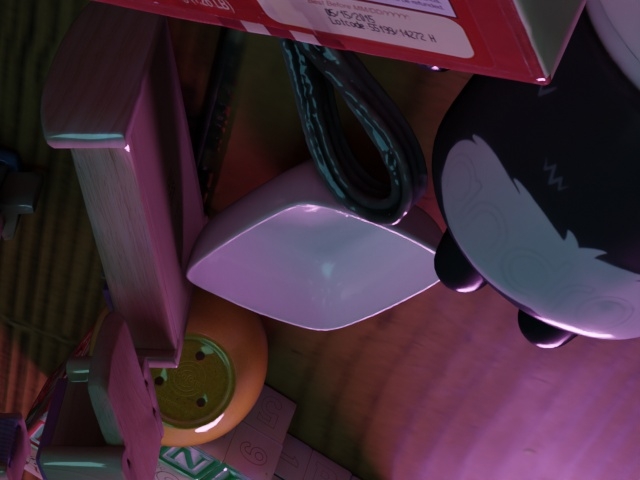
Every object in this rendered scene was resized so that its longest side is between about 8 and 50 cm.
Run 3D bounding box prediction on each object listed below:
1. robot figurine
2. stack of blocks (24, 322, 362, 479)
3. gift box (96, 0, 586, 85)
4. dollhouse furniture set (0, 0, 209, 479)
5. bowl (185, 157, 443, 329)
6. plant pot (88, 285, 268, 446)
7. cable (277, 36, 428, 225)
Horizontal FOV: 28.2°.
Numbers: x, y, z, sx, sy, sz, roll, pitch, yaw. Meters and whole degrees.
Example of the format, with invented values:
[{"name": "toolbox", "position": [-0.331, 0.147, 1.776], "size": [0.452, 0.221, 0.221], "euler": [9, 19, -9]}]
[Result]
[{"name": "robot figurine", "position": [0.165, -0.062, 0.640], "size": [0.209, 0.174, 0.278], "euler": [2, 146, -27]}, {"name": "stack of blocks", "position": [-0.091, 0.192, 1.065], "size": [0.297, 0.087, 0.171], "euler": [34, 136, -13]}, {"name": "gift box", "position": [0.000, -0.225, 0.443], "size": [0.255, 0.258, 0.276], "euler": [18, 164, 26]}, {"name": "dollhouse furniture set", "position": [-0.245, -0.002, 0.783], "size": [0.303, 0.286, 0.198], "euler": [0, 134, 7]}, {"name": "bowl", "position": [0.000, 0.000, 0.835], "size": [0.142, 0.053, 0.142], "euler": [25, 142, -34]}, {"name": "plant pot", "position": [-0.097, 0.091, 0.908], "size": [0.134, 0.134, 0.095], "euler": [33, 180, -12]}, {"name": "cable", "position": [-0.022, -0.130, 0.681], "size": [0.139, 0.072, 0.287], "euler": [7, 124, 27]}]
